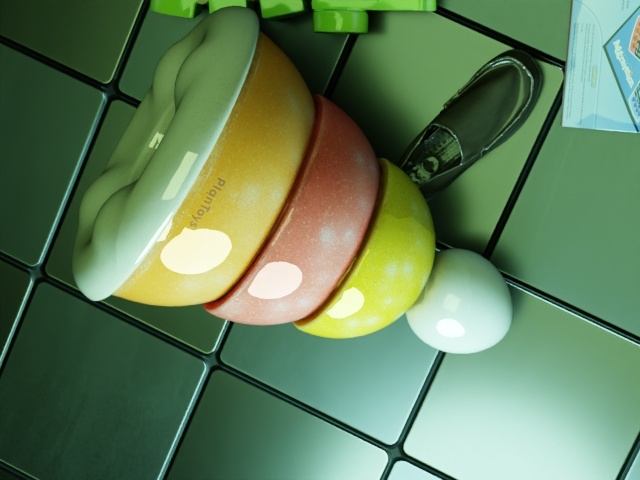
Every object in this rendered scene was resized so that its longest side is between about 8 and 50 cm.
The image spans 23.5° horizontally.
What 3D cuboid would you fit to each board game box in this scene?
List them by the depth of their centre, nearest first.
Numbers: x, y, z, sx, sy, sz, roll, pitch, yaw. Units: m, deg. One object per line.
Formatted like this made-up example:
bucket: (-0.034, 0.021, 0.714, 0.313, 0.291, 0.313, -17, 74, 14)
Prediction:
board game box: (0.351, -0.261, 1.708, 0.145, 0.027, 0.281, 6, 98, 14)

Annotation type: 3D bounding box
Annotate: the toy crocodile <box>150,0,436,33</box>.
toy crocodile: (-0.034, -0.289, 1.768, 0.340, 0.105, 0.115, -3, 96, 9)

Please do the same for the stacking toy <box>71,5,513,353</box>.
stacking toy: (0.000, 0.000, 1.680, 0.480, 0.350, 0.350, 30, 103, -16)

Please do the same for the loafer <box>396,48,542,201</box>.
loafer: (0.166, -0.124, 1.741, 0.080, 0.078, 0.220, 42, 104, 6)
